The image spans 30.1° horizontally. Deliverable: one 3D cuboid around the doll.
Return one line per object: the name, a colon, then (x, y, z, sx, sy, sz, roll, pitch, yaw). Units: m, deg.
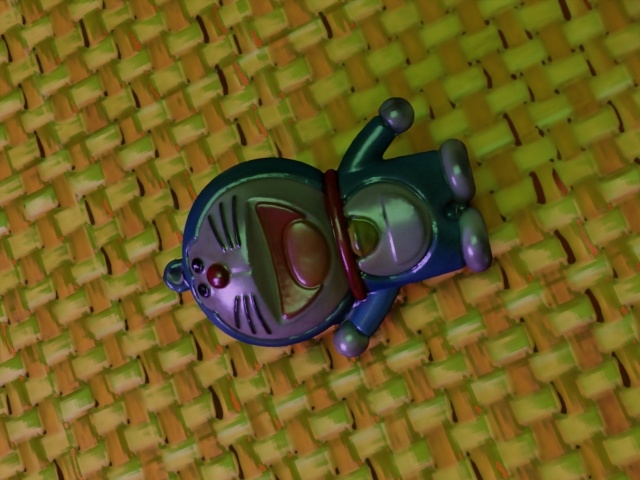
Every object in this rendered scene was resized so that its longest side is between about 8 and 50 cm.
doll: (0.000, 0.000, 0.550, 0.151, 0.085, 0.114, -12, 95, 5)
